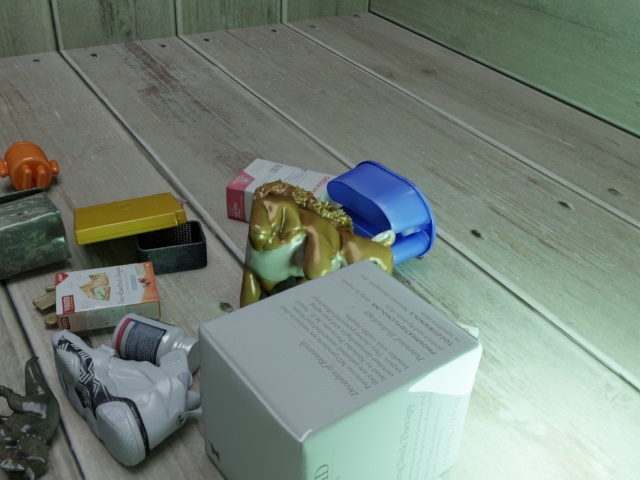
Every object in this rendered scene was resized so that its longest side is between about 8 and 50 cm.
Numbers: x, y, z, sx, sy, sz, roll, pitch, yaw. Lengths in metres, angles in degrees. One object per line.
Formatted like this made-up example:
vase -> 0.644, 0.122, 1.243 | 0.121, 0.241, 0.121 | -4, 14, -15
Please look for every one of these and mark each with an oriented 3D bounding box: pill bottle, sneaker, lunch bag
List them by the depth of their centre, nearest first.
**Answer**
sneaker -> -0.397, 0.287, 1.521 | 0.210, 0.137, 0.366 | -23, 46, -35
pill bottle -> -0.357, 0.233, 1.626 | 0.180, 0.107, 0.108 | 15, 34, 18
lunch bag -> -0.823, -0.035, 1.960 | 0.235, 0.168, 0.287 | -20, 31, -26

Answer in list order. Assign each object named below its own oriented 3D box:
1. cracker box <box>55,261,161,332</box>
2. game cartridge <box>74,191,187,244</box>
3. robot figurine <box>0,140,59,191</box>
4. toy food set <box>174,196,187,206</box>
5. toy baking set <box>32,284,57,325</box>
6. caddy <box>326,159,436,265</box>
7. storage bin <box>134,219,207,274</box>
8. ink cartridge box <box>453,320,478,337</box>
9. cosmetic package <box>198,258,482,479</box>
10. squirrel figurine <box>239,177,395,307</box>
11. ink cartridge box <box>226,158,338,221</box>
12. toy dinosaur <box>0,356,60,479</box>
cracker box -> -0.509, 0.133, 1.761 | 0.232, 0.067, 0.155 | -8, 37, -16
game cartridge -> -0.528, -0.063, 2.022 | 0.285, 0.052, 0.324 | -12, 17, -15
robot figurine -> -0.910, -0.229, 2.286 | 0.158, 0.128, 0.219 | -34, 42, -9
toy food set -> -0.457, -0.106, 2.229 | 0.078, 0.019, 0.122 | 14, 34, 16
toy baking set -> -0.569, 0.155, 1.810 | 0.256, 0.030, 0.196 | -10, 38, -19
caddy -> 0.170, -0.076, 2.036 | 0.179, 0.241, 0.341 | -27, 43, -28
storage bin -> -0.402, 0.019, 1.980 | 0.180, 0.084, 0.122 | -8, 34, -17
ink cartridge box -> 0.216, 0.247, 1.657 | 0.237, 0.100, 0.172 | 14, 34, 19
cosmetic package -> 0.025, 0.294, 1.358 | 0.394, 0.329, 0.327 | -21, 40, -31
squirrel figurine -> 0.000, 0.000, 1.883 | 0.371, 0.281, 0.397 | 7, 35, -5
ink cartridge box -> -0.110, -0.131, 2.205 | 0.283, 0.117, 0.207 | 14, 34, 18
toy dinosaur -> -0.579, 0.361, 1.434 | 0.160, 0.121, 0.313 | 13, 27, -7
